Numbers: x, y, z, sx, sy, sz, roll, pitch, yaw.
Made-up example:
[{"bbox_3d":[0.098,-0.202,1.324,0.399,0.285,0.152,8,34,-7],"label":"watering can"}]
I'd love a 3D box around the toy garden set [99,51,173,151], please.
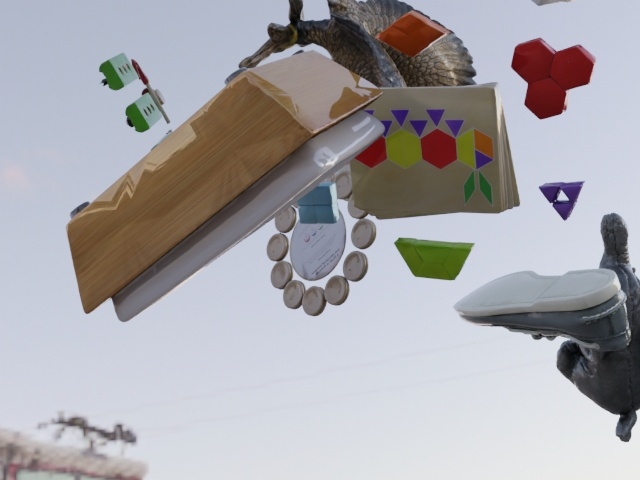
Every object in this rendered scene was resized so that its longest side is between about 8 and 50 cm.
[{"bbox_3d":[-0.250,-0.161,1.620,0.049,0.244,0.204,-28,13,8],"label":"toy garden set"}]

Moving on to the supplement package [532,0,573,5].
[{"bbox_3d":[0.360,-0.555,1.843,0.177,0.293,0.175,-18,-36,-39],"label":"supplement package"}]

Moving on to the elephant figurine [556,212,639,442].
[{"bbox_3d":[0.420,0.120,1.533,0.169,0.186,0.239,-38,-33,-27],"label":"elephant figurine"}]

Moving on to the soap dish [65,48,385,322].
[{"bbox_3d":[-0.091,-0.060,1.043,0.291,0.118,0.229,-37,2,25],"label":"soap dish"}]

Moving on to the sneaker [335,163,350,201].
[{"bbox_3d":[0.060,-0.116,1.660,0.090,0.115,0.232,4,1,8],"label":"sneaker"}]

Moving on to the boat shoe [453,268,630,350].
[{"bbox_3d":[0.298,0.105,1.499,0.116,0.099,0.319,-33,11,-27],"label":"boat shoe"}]

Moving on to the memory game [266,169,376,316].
[{"bbox_3d":[0.000,0.000,1.318,0.012,0.186,0.186,17,-34,-42],"label":"memory game"}]

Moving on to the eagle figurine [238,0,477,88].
[{"bbox_3d":[0.075,-0.260,1.569,0.298,0.226,0.225,22,-15,21],"label":"eagle figurine"}]

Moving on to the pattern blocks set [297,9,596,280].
[{"bbox_3d":[0.115,-0.095,1.139,0.325,0.285,0.026,11,25,22],"label":"pattern blocks set"}]
